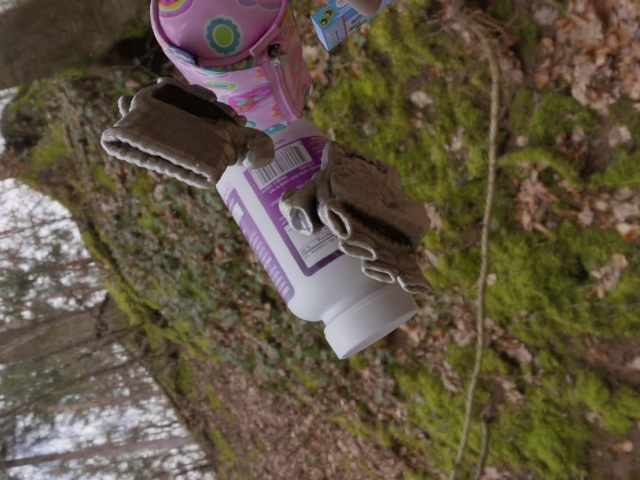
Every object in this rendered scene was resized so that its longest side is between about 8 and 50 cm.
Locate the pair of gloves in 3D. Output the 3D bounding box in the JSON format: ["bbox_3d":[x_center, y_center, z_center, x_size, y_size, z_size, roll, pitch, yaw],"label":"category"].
[{"bbox_3d":[-0.035,-0.050,0.542,0.204,0.240,0.042,-104,38,-65],"label":"pair of gloves"}]

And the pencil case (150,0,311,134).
[{"bbox_3d":[-0.074,-0.182,0.713,0.284,0.124,0.124,65,-166,-86],"label":"pencil case"}]

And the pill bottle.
[{"bbox_3d":[0.000,0.000,0.995,0.301,0.169,0.169,58,-173,13],"label":"pill bottle"}]

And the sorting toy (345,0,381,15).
[{"bbox_3d":[0.065,-0.429,1.020,0.347,0.047,0.196,5,-70,-65],"label":"sorting toy"}]

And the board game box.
[{"bbox_3d":[0.083,-0.443,1.357,0.039,0.211,0.160,54,-175,2],"label":"board game box"}]
